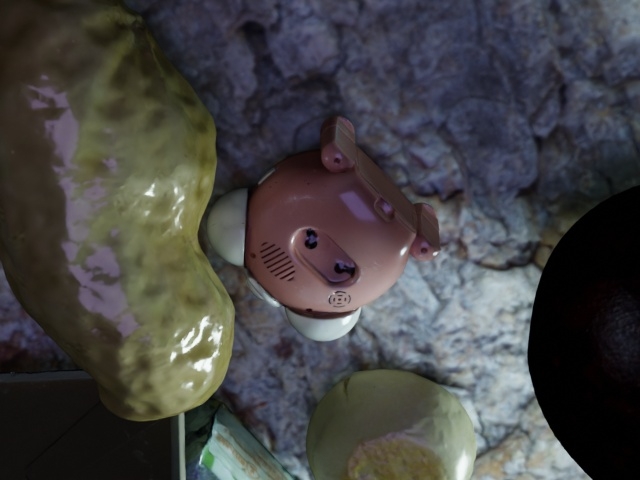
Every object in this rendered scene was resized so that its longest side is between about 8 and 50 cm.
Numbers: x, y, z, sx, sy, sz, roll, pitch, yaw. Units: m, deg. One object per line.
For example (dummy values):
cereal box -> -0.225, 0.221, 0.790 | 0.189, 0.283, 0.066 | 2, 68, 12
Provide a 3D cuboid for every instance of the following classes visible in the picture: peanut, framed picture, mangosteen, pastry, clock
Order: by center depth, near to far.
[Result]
mangosteen -> 0.312, 0.070, 1.225 | 0.297, 0.297, 0.313 | 10, 128, -4
peanut -> -0.172, -0.034, 1.240 | 0.192, 0.169, 0.387 | -17, 106, -14
clock -> 0.000, 0.000, 1.311 | 0.162, 0.092, 0.166 | -39, 110, 20
framed picture -> -0.232, 0.205, 1.363 | 0.250, 0.016, 0.184 | -5, 82, 21
pastry -> 0.063, 0.193, 1.402 | 0.156, 0.092, 0.156 | 1, 108, 2

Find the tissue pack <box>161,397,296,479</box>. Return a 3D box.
tissue pack -> -0.089, 0.330, 1.446 | 0.228, 0.128, 0.311 | -37, 109, 16
